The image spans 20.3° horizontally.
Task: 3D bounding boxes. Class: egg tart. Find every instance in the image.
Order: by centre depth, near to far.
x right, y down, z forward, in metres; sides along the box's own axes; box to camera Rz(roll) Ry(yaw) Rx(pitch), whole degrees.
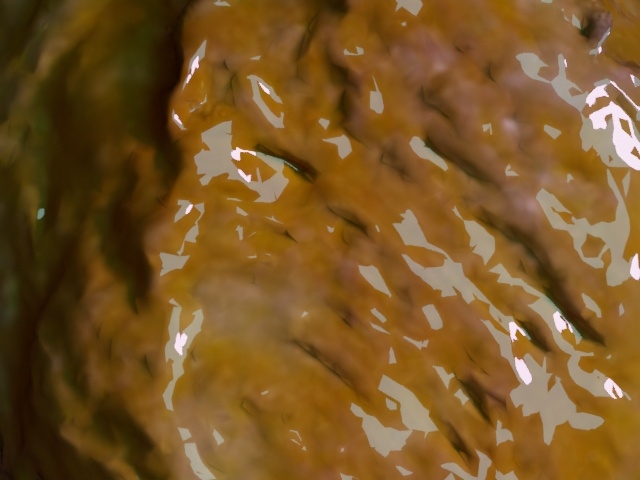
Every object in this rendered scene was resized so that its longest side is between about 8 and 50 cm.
[{"bbox_3d":[0.000,0.000,0.561,0.339,0.153,0.351,42,89,-1],"label":"egg tart"}]
